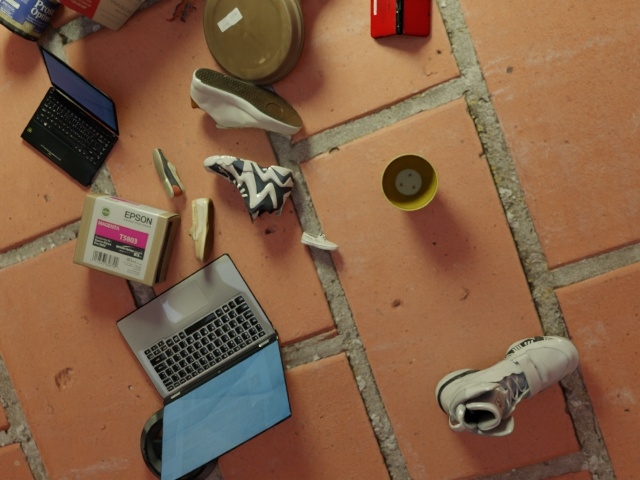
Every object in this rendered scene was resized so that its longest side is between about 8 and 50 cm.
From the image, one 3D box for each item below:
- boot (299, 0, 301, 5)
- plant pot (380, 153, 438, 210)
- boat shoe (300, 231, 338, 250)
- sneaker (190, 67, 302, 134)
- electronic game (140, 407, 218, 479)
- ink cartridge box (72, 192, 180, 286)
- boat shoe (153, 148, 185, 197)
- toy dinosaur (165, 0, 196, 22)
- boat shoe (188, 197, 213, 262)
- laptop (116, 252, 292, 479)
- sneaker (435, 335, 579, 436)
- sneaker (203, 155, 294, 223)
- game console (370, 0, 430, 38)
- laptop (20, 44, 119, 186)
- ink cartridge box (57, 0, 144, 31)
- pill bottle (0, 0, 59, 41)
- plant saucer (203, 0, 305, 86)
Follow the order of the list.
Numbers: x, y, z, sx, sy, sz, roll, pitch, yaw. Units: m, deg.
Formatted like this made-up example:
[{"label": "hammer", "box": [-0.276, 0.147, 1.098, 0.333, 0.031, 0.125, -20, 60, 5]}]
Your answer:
[{"label": "boot", "box": [-0.067, -0.596, 1.351, 0.258, 0.095, 0.123, -30, 98, 18]}, {"label": "plant pot", "box": [0.215, -0.141, 1.352, 0.134, 0.095, 0.134, 1, 96, 7]}, {"label": "boat shoe", "box": [0.000, 0.000, 1.428, 0.100, 0.035, 0.035, 15, 101, 12]}, {"label": "sneaker", "box": [-0.189, -0.324, 1.402, 0.290, 0.106, 0.123, 24, 136, -5]}, {"label": "electronic game", "box": [-0.389, 0.567, 1.533, 0.229, 0.048, 0.229, 1, 94, 9]}, {"label": "ink cartridge box", "box": [-0.513, -0.004, 1.468, 0.234, 0.088, 0.193, 15, 99, 6]}, {"label": "boat shoe", "box": [-0.399, -0.179, 1.457, 0.043, 0.049, 0.137, -23, 90, -33]}, {"label": "toy dinosaur", "box": [-0.337, -0.588, 1.394, 0.047, 0.090, 0.082, 33, 132, -12]}, {"label": "boat shoe", "box": [-0.316, -0.027, 1.456, 0.059, 0.063, 0.170, 3, 87, 10]}, {"label": "laptop", "box": [-0.313, 0.312, 1.401, 0.381, 0.236, 0.408, -31, 91, 9]}, {"label": "sneaker", "box": [0.455, 0.352, 1.315, 0.365, 0.210, 0.137, -24, 93, 9]}, {"label": "sneaker", "box": [-0.192, -0.123, 1.408, 0.234, 0.094, 0.153, 11, 89, -4]}, {"label": "game console", "box": [0.193, -0.566, 1.350, 0.124, 0.085, 0.144, 5, 97, 38]}, {"label": "laptop", "box": [-0.657, -0.310, 1.429, 0.234, 0.136, 0.264, 38, 99, 3]}, {"label": "ink cartridge box", "box": [-0.460, -0.708, 1.286, 0.384, 0.279, 0.160, -43, 90, 10]}, {"label": "pill bottle", "box": [-0.727, -0.631, 1.410, 0.122, 0.123, 0.219, 37, 100, 2]}, {"label": "plant saucer", "box": [-0.170, -0.510, 1.339, 0.277, 0.041, 0.278, 10, 118, 19]}]
